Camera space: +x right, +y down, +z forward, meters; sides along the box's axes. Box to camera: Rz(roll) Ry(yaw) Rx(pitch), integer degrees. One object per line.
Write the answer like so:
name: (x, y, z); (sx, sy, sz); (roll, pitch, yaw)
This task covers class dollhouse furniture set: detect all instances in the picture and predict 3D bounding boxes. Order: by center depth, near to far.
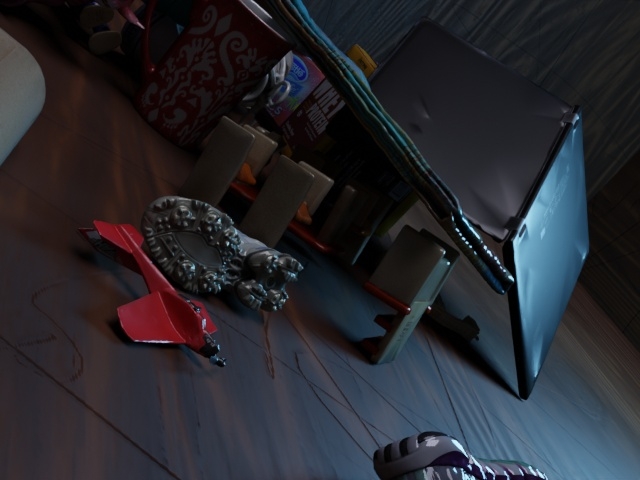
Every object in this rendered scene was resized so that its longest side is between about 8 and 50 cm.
dollhouse furniture set: (0.000, 0.000, 1.157); (0.259, 0.135, 0.262); (35, 9, 18)
dollhouse furniture set: (-0.088, -0.091, 1.349); (0.091, 0.081, 0.114); (54, -21, -2)

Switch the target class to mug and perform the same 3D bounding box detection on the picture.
mug: (-0.136, -0.205, 1.236); (0.150, 0.169, 0.113); (44, 12, 8)

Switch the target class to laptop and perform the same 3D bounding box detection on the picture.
laptop: (0.219, -0.061, 1.574); (0.382, 0.237, 0.407); (-53, 139, -48)

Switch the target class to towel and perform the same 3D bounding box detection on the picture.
towel: (0.082, -0.117, 1.249); (0.370, 0.040, 0.271); (55, 7, 28)

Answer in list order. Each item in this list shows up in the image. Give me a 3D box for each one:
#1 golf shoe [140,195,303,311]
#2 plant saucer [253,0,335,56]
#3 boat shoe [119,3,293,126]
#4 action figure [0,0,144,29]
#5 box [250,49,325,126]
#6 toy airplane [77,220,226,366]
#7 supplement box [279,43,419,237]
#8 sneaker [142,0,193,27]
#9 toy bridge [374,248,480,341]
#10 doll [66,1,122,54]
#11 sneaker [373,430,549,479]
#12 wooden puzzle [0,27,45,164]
golf shoe: (-0.098, 0.007, 0.919); (0.086, 0.069, 0.176); (28, -5, 41)
plant saucer: (-0.055, -0.344, 1.710); (0.199, 0.036, 0.198); (39, 15, -13)
boat shoe: (-0.107, -0.224, 1.483); (0.156, 0.136, 0.367); (46, 15, 17)
action figure: (-0.329, -0.343, 1.189); (0.370, 0.248, 0.276); (42, -15, 0)
box: (-0.075, -0.270, 1.772); (0.257, 0.122, 0.128); (38, 14, -20)
toy airplane: (-0.118, 0.035, 0.795); (0.151, 0.028, 0.151); (42, 10, -9)
supplement box: (0.071, -0.148, 1.650); (0.194, 0.191, 0.129); (36, 15, -31)
sneaker: (-0.159, -0.390, 1.260); (0.179, 0.295, 0.123); (18, 30, -1)
toy bridge: (0.152, 0.085, 1.501); (0.188, 0.026, 0.063); (38, 15, -22)
doll: (-0.291, -0.304, 1.314); (0.189, 0.046, 0.129); (54, -19, 41)
sneaker: (0.119, 0.221, 0.854); (0.224, 0.083, 0.098); (27, 43, -45)
wooden puzzle: (-0.336, -0.159, 0.674); (0.348, 0.080, 0.322); (44, 11, -17)
